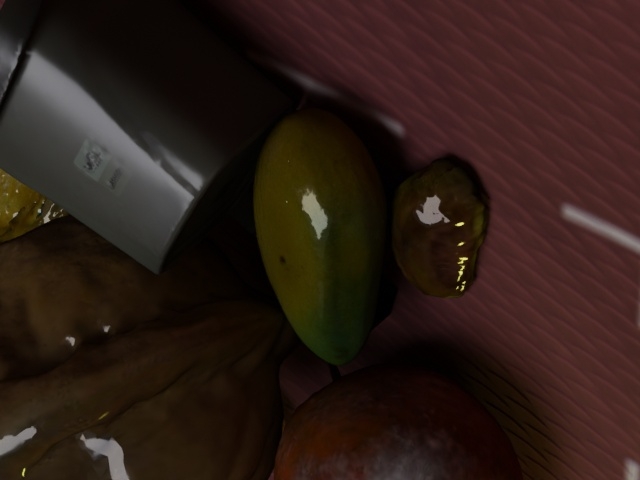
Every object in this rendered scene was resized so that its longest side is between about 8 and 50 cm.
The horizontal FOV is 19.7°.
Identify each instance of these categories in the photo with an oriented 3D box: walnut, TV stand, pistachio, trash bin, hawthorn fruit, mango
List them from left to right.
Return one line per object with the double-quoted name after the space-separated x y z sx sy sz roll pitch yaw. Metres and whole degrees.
-0.217 0.148 1.765 0.383 0.383 0.383 30 142 27 "walnut"
-0.178 -0.121 1.656 0.250 0.219 0.220 38 132 5 "trash bin"
-0.042 -0.003 1.758 0.256 0.049 0.040 37 146 18 "TV stand"
-0.004 -0.005 1.632 0.137 0.091 0.237 40 137 39 "mango"
0.072 0.230 1.706 0.231 0.263 0.235 11 103 6 "hawthorn fruit"
0.092 -0.003 1.600 0.089 0.049 0.173 36 144 24 "pistachio"

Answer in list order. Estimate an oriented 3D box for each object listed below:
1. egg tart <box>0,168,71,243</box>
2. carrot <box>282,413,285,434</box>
-0.347 -0.078 1.951 0.291 0.107 0.290 1 92 22 "egg tart"
-0.097 0.258 2.078 0.066 0.066 0.314 43 150 10 "carrot"
